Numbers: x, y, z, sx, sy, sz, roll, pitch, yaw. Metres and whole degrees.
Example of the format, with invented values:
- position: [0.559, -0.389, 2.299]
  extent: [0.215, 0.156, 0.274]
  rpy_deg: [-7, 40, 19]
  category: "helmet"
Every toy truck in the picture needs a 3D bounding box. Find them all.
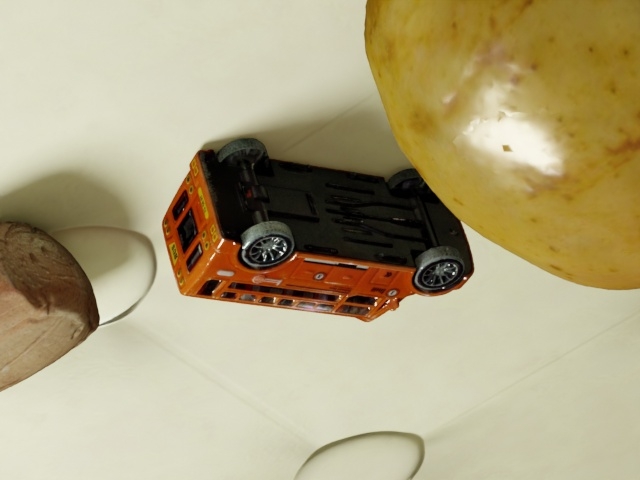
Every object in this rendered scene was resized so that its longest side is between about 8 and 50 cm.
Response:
- position: [0.000, 0.000, 1.672]
  extent: [0.253, 0.107, 0.114]
  rpy_deg: [9, 135, -31]
  category: "toy truck"

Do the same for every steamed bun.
- position: [-0.264, 0.052, 1.623]
  extent: [0.145, 0.106, 0.175]
  rpy_deg: [-33, 156, 8]
  category: "steamed bun"

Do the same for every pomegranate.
- position: [0.233, -0.168, 1.369]
  extent: [0.410, 0.410, 0.410]
  rpy_deg: [-13, 143, -10]
  category: "pomegranate"
